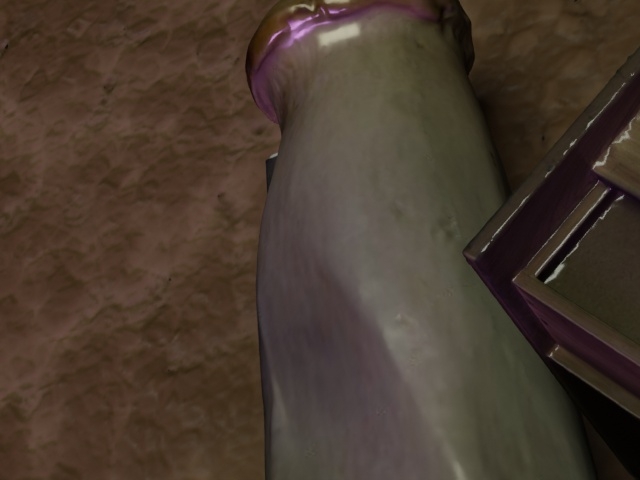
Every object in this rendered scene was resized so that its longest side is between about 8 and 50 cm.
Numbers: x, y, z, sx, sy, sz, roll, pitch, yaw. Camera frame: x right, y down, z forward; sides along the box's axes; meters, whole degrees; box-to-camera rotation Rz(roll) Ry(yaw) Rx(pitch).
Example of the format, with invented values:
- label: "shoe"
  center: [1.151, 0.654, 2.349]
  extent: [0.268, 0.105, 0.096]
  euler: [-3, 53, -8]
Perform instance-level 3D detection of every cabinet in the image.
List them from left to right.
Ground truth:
- label: "cabinet"
  center: [0.198, 0.040, 0.675]
  extent: [0.148, 0.215, 0.175]
  euler: [-50, 49, -6]

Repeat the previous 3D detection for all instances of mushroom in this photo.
- label: "mushroom"
  center: [0.040, 0.052, 0.814]
  extent: [0.154, 0.137, 0.407]
  euler: [-51, 37, 44]

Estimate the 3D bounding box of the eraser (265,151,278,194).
- label: "eraser"
  center: [0.000, 0.000, 0.946]
  extent: [0.052, 0.029, 0.122]
  euler: [-17, 52, 20]
